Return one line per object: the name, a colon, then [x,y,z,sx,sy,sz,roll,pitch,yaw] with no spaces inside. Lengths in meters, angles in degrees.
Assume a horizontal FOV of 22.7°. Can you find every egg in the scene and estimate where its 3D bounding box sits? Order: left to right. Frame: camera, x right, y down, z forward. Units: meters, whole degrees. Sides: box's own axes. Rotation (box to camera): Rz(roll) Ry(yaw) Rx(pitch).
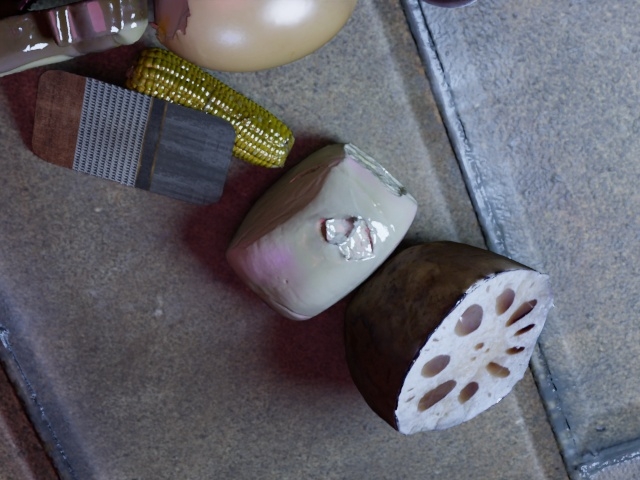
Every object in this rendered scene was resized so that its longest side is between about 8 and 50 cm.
egg: [-0.075,-0.294,1.846,0.245,0.201,0.201,0,114,-13]

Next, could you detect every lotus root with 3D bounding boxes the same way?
lotus root: [0.149,0.107,2.033,0.272,0.192,0.272,-21,130,-28]

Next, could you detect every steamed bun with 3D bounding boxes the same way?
steamed bun: [0.000,0.000,2.003,0.239,0.152,0.170,-43,108,13]

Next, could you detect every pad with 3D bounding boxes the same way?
pad: [-0.221,-0.154,1.899,0.250,0.055,0.323,16,157,-2]

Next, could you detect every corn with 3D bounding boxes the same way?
corn: [-0.135,-0.162,1.969,0.231,0.080,0.080,28,110,-14]

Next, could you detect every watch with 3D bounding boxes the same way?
watch: [-0.387,-0.345,1.799,0.335,0.314,0.326,-15,99,-4]

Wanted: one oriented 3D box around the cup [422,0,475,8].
cup: [0.208,-0.431,1.701,0.372,0.253,0.253,-34,116,-26]
